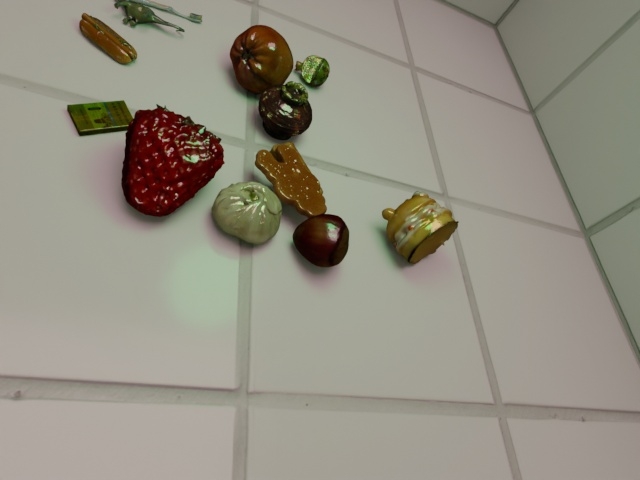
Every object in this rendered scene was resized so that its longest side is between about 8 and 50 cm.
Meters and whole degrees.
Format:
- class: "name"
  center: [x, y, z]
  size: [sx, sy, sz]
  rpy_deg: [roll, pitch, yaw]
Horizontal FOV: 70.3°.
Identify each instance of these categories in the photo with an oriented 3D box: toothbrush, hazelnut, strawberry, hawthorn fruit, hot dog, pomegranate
- class: "toothbrush"
  center: [-0.718, -1.047, 2.034]
  size: [0.375, 0.037, 0.028]
  rpy_deg: [9, 53, -21]
- class: "hazelnut"
  center: [0.000, 0.000, 1.639]
  size: [0.208, 0.208, 0.208]
  rpy_deg: [14, 54, -20]
- class: "strawberry"
  center: [-0.504, -0.241, 1.495]
  size: [0.317, 0.295, 0.345]
  rpy_deg: [28, 82, -31]
- class: "hawthorn fruit"
  center: [-0.234, -0.781, 1.984]
  size: [0.277, 0.277, 0.298]
  rpy_deg: [51, 27, 10]
- class: "hot dog"
  center: [-0.828, -0.788, 1.774]
  size: [0.249, 0.068, 0.100]
  rpy_deg: [38, 48, -3]
- class: "pomegranate"
  center: [-0.034, -0.821, 2.211]
  size: [0.169, 0.143, 0.122]
  rpy_deg: [13, 2, 26]

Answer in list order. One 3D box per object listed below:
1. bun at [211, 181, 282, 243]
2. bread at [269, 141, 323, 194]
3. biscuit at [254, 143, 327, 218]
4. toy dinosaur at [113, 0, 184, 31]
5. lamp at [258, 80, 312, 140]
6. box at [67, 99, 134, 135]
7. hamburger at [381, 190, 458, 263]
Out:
- class: "bun"
  center: [-0.243, -0.108, 1.590]
  size: [0.259, 0.160, 0.259]
  rpy_deg: [16, 54, -23]
- class: "bread"
  center: [-0.098, -0.273, 1.832]
  size: [0.139, 0.077, 0.271]
  rpy_deg: [-22, 72, -37]
- class: "biscuit"
  center: [-0.102, -0.218, 1.713]
  size: [0.202, 0.047, 0.334]
  rpy_deg: [-30, 78, -41]
- class: "toy dinosaur"
  center: [-0.763, -0.962, 1.922]
  size: [0.363, 0.076, 0.147]
  rpy_deg: [25, 44, -8]
- class: "lamp"
  center: [-0.143, -0.544, 1.893]
  size: [0.247, 0.247, 0.247]
  rpy_deg: [14, 54, -20]
- class: "box"
  center: [-0.765, -0.432, 1.598]
  size: [0.193, 0.030, 0.121]
  rpy_deg: [-19, 70, -36]
- class: "hamburger"
  center: [0.392, -0.064, 1.858]
  size: [0.276, 0.276, 0.237]
  rpy_deg: [-19, 58, -37]
